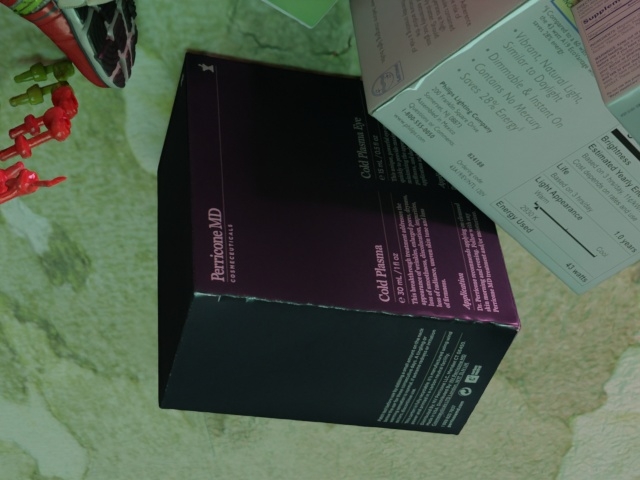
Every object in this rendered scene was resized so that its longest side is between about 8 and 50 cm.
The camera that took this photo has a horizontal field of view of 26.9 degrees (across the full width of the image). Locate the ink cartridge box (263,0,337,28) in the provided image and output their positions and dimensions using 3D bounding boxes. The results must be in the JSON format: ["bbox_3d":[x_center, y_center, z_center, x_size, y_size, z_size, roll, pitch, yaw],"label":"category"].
[{"bbox_3d":[-0.001,-0.326,1.236,0.171,0.056,0.235,27,127,-30],"label":"ink cartridge box"}]

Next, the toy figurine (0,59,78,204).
[{"bbox_3d":[-0.350,-0.165,1.196,0.191,0.362,0.217,-23,117,6],"label":"toy figurine"}]

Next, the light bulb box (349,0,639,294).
[{"bbox_3d":[0.279,-0.190,1.291,0.361,0.225,0.358,-34,129,24],"label":"light bulb box"}]

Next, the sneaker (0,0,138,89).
[{"bbox_3d":[-0.274,-0.251,1.268,0.118,0.107,0.279,-9,136,29],"label":"sneaker"}]

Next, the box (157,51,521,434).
[{"bbox_3d":[0.000,0.000,1.366,0.313,0.343,0.179,8,134,-15],"label":"box"}]

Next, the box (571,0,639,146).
[{"bbox_3d":[0.281,-0.160,1.065,0.126,0.137,0.072,-32,128,24],"label":"box"}]

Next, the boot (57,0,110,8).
[{"bbox_3d":[-0.232,-0.278,1.146,0.213,0.077,0.165,-21,119,-39],"label":"boot"}]
